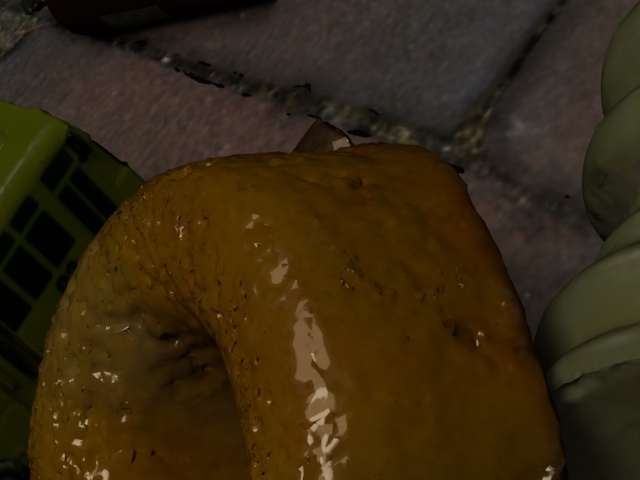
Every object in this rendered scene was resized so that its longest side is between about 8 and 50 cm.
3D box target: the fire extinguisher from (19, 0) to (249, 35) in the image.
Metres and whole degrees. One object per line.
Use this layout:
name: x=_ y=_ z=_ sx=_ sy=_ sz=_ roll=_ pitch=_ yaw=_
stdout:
fire extinguisher: x=-0.130 y=-0.194 z=0.936 sx=0.231 sy=0.071 sz=0.099 roll=-5 pitch=26 yaw=33

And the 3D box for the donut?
donut: x=-0.024 y=0.092 z=0.511 sx=0.277 sy=0.108 sz=0.277 roll=-10 pitch=77 yaw=51

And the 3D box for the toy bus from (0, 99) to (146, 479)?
toy bus: x=-0.205 y=0.047 z=0.729 sx=0.128 sy=0.150 sz=0.262 roll=12 pitch=64 yaw=38

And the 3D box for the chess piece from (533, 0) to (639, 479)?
chess piece: x=0.162 y=-0.013 z=0.543 sx=0.144 sy=0.144 sz=0.251 roll=-11 pitch=46 yaw=28

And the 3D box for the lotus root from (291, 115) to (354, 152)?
lotus root: x=0.000 y=0.004 z=0.667 sx=0.159 sy=0.095 sz=0.135 roll=24 pitch=75 yaw=50
